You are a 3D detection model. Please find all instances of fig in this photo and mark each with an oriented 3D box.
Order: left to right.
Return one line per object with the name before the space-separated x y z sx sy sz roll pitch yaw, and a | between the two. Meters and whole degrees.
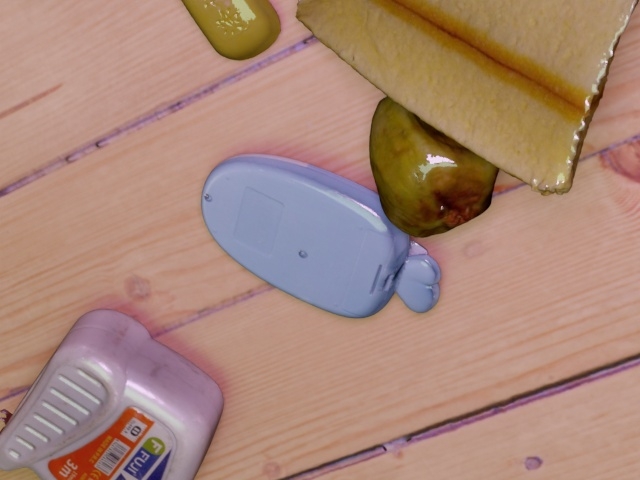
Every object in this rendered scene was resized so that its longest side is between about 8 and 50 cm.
fig | 0.121 -0.091 1.768 0.165 0.144 0.154 58 155 -5

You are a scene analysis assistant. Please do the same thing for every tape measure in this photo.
tape measure | -0.267 0.225 2.057 0.265 0.130 0.258 34 124 -7

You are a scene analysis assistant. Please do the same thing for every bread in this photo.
bread | 0.123 -0.228 1.631 0.362 0.245 0.233 21 112 8

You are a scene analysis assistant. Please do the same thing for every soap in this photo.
soap | -0.105 -0.264 1.798 0.089 0.045 0.140 -28 105 24

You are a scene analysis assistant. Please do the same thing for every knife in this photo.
knife | 0.093 0.037 1.909 0.027 0.010 0.096 34 124 -2

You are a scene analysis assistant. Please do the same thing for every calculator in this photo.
calculator | 0.000 0.000 1.885 0.303 0.042 0.188 25 132 10
